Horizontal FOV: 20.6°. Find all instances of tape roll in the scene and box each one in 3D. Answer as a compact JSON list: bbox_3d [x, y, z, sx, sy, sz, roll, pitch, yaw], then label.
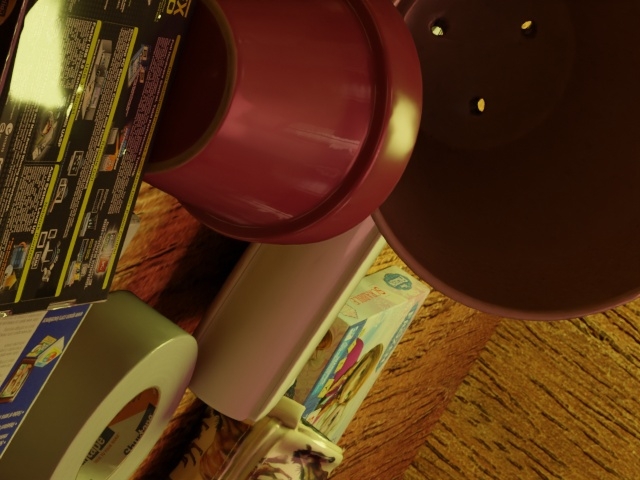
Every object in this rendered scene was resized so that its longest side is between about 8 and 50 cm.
[{"bbox_3d":[-0.199,0.151,1.497,0.219,0.072,0.219,-51,166,-17],"label":"tape roll"}]

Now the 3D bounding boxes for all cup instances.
[{"bbox_3d":[0.160,-0.128,1.422,0.331,0.331,0.237,-57,-160,8],"label":"cup"}]

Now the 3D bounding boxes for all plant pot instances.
[{"bbox_3d":[-0.059,-0.099,1.168,0.180,0.201,0.201,4,121,-58],"label":"plant pot"}]

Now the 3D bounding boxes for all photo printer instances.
[{"bbox_3d":[0.000,0.000,1.652,0.307,0.107,0.256,-57,179,16],"label":"photo printer"}]

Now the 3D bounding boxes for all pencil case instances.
[{"bbox_3d":[-0.146,0.342,1.931,0.410,0.160,0.183,-54,-179,-4],"label":"pencil case"}]

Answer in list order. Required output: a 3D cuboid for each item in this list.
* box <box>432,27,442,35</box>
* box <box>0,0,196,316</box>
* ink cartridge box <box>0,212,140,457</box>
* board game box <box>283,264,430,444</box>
[{"bbox_3d":[0.039,-0.173,1.567,0.232,0.058,0.087,-37,158,-50],"label":"box"},{"bbox_3d":[-0.152,-0.092,0.989,0.216,0.060,0.270,-9,118,-72],"label":"box"},{"bbox_3d":[-0.268,0.126,1.223,0.371,0.069,0.176,-60,165,10],"label":"ink cartridge box"},{"bbox_3d":[-0.008,0.195,2.246,0.318,0.066,0.318,-60,166,17],"label":"board game box"}]
